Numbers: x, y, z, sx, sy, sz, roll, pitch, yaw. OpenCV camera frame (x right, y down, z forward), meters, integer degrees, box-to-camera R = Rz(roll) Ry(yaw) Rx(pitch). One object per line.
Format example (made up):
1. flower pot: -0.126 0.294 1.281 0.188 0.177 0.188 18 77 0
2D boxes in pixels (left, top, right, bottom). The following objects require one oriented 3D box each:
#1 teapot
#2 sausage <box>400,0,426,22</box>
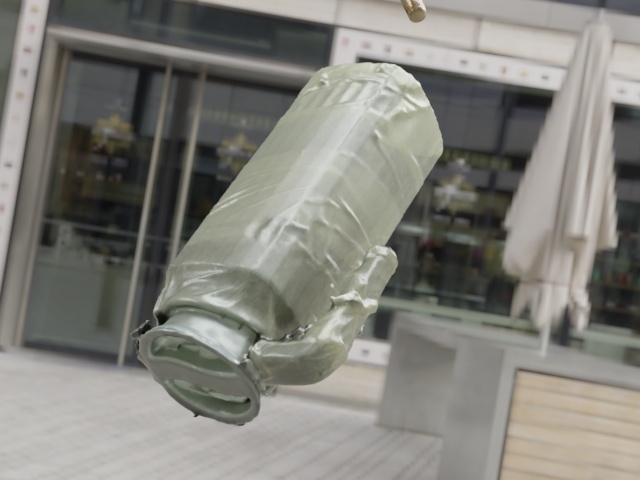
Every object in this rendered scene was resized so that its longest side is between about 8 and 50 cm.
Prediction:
1. teapot: 0.000 0.000 0.633 0.107 0.200 0.077 5 -43 35
2. sausage: 0.083 -0.281 1.339 0.024 0.132 0.024 -13 -35 -9
